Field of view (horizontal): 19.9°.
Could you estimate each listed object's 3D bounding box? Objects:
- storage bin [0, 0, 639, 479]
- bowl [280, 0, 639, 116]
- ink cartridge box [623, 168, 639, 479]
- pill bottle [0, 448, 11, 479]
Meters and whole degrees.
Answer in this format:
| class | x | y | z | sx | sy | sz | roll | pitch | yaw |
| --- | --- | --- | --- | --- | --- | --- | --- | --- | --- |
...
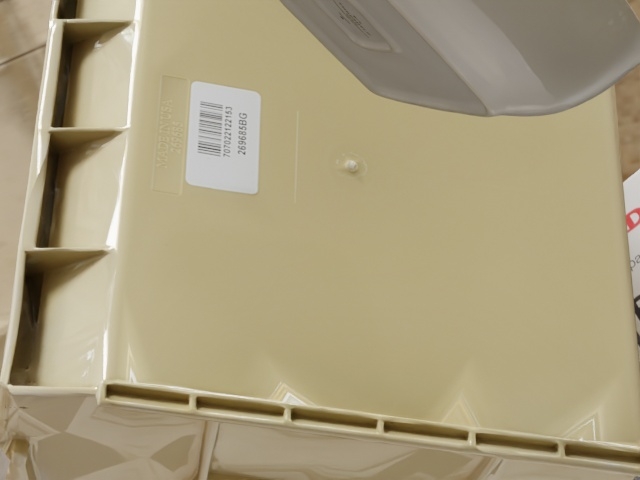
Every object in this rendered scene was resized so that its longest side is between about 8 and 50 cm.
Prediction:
| class | x | y | z | sx | sy | sz | roll | pitch | yaw |
| --- | --- | --- | --- | --- | --- | --- | --- | --- | --- |
| storage bin | 0.000 | 0.000 | 0.800 | 0.260 | 0.123 | 0.262 | 8 | -124 | -10 |
| bowl | 0.026 | -0.092 | 0.615 | 0.142 | 0.142 | 0.053 | 43 | -100 | -26 |
| ink cartridge box | 0.211 | 0.076 | 0.906 | 0.100 | 0.172 | 0.237 | 28 | -152 | -47 |
| pill bottle | -0.367 | 0.123 | 1.231 | 0.302 | 0.169 | 0.169 | 23 | -112 | 8 |
